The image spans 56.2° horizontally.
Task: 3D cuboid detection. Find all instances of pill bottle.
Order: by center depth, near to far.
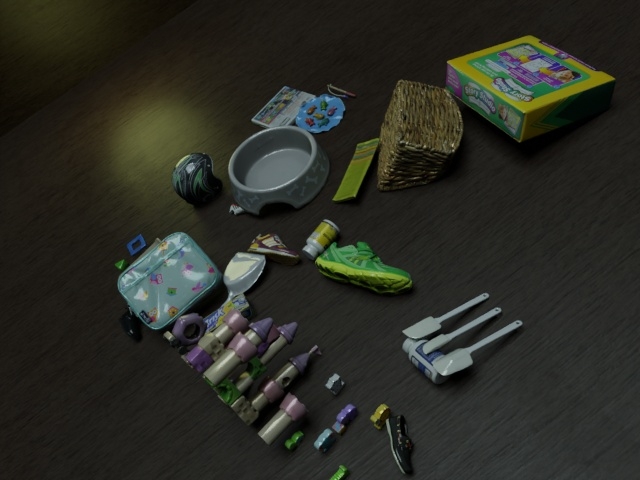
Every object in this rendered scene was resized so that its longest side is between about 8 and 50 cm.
[{"bbox_3d":[0.251,0.276,1.408,0.067,0.067,0.120,-41,47,-9],"label":"pill bottle"},{"bbox_3d":[0.000,0.000,1.766,0.065,0.065,0.116,26,69,39],"label":"pill bottle"}]

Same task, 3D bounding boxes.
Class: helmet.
[{"bbox_3d":[-0.439,-0.221,2.104,0.169,0.161,0.169,-14,48,16],"label":"helmet"}]

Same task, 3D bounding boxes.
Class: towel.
[{"bbox_3d":[0.114,-0.223,1.895,0.102,0.021,0.237,-13,45,51],"label":"towel"}]

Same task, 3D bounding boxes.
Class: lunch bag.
[{"bbox_3d":[-0.456,0.123,1.796,0.279,0.108,0.224,-40,84,-6],"label":"lunch bag"}]

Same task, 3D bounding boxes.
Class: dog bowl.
[{"bbox_3d":[-0.147,-0.244,1.995,0.349,0.102,0.348,-10,50,12],"label":"dog bowl"}]

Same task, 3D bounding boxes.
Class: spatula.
[{"bbox_3d":[0.338,0.213,1.404,0.242,0.019,0.168,-23,36,-17],"label":"spatula"}]

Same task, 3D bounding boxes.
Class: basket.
[{"bbox_3d":[0.305,-0.307,1.847,0.214,0.223,0.299,10,52,-6],"label":"basket"}]

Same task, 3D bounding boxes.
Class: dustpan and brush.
[{"bbox_3d":[-0.255,0.135,1.799,0.147,0.060,0.211,5,49,45],"label":"dustpan and brush"}]

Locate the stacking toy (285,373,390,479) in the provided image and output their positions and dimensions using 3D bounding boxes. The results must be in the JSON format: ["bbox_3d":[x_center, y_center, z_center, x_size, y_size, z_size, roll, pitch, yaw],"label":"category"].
[{"bbox_3d":[0.036,0.437,1.395,0.167,0.052,0.221,28,70,40],"label":"stacking toy"}]

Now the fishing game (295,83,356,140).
[{"bbox_3d":[-0.005,-0.464,2.163,0.189,0.041,0.264,30,72,33],"label":"fishing game"}]

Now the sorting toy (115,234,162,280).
[{"bbox_3d":[-0.550,0.108,1.969,0.348,0.047,0.196,32,76,39],"label":"sorting toy"}]

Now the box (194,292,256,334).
[{"bbox_3d":[-0.273,0.228,1.724,0.169,0.054,0.059,-34,46,-2],"label":"box"}]

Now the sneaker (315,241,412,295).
[{"bbox_3d":[0.119,0.062,1.623,0.296,0.109,0.123,15,65,36],"label":"sneaker"}]

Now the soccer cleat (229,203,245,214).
[{"bbox_3d":[-0.271,-0.101,2.015,0.083,0.029,0.035,13,75,33],"label":"soccer cleat"}]

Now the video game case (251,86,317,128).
[{"bbox_3d":[-0.138,-0.496,2.279,0.183,0.023,0.201,28,71,40],"label":"video game case"}]

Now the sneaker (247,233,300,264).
[{"bbox_3d":[-0.133,0.018,1.816,0.185,0.069,0.084,9,60,31],"label":"sneaker"}]

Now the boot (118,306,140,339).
[{"bbox_3d":[-0.571,0.235,1.853,0.099,0.045,0.121,-54,49,6],"label":"boot"}]

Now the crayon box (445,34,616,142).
[{"bbox_3d":[0.600,-0.456,1.757,0.313,0.106,0.363,-22,44,-14],"label":"crayon box"}]

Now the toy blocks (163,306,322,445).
[{"bbox_3d":[-0.163,0.273,1.469,0.260,0.288,0.309,-44,30,-19],"label":"toy blocks"}]

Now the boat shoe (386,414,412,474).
[{"bbox_3d":[0.179,0.445,1.316,0.042,0.049,0.133,-27,41,15],"label":"boat shoe"}]
